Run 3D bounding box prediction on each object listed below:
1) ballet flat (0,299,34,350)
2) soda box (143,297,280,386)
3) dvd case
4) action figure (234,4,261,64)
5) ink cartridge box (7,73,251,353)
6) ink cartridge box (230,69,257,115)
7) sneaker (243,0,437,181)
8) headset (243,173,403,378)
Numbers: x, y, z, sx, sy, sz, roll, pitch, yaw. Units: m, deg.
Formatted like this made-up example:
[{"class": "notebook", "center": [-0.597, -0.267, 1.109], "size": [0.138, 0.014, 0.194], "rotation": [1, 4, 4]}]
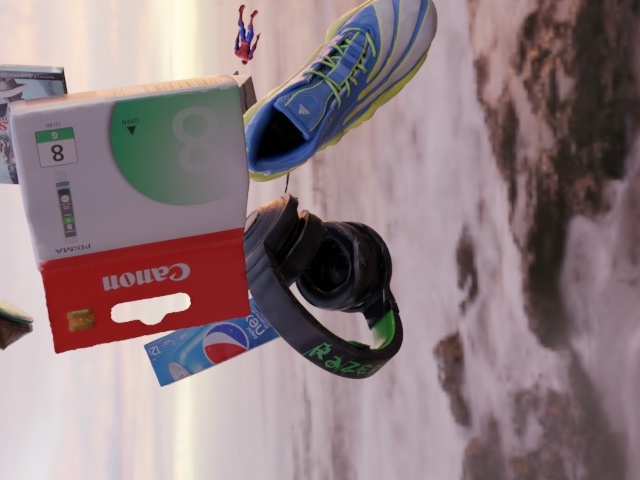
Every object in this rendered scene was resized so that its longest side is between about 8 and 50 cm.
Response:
[{"class": "ballet flat", "center": [-0.543, 0.135, 1.751], "size": [0.124, 0.116, 0.342], "rotation": [-61, -7, -8]}, {"class": "soda box", "center": [-0.138, 0.136, 1.615], "size": [0.071, 0.210, 0.067], "rotation": [69, 177, -85]}, {"class": "dvd case", "center": [-0.250, -0.095, 0.958], "size": [0.013, 0.087, 0.119], "rotation": [-85, -3, -49]}, {"class": "action figure", "center": [-0.119, -0.326, 1.837], "size": [0.115, 0.038, 0.030], "rotation": [102, -168, -49]}, {"class": "ink cartridge box", "center": [-0.148, -0.015, 0.939], "size": [0.056, 0.181, 0.225], "rotation": [-132, 35, -66]}, {"class": "ink cartridge box", "center": [-0.098, -0.164, 1.348], "size": [0.083, 0.028, 0.048], "rotation": [-59, -35, -51]}, {"class": "sneaker", "center": [0.017, -0.134, 1.036], "size": [0.091, 0.240, 0.126], "rotation": [45, -172, -11]}, {"class": "headset", "center": [0.000, 0.000, 1.543], "size": [0.185, 0.243, 0.394], "rotation": [-46, 45, 25]}]
